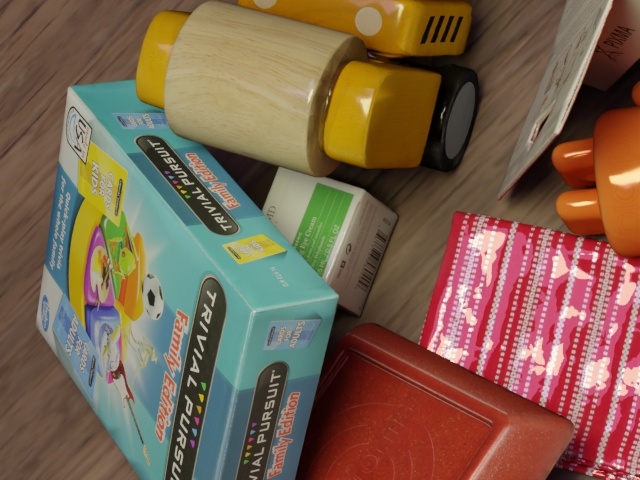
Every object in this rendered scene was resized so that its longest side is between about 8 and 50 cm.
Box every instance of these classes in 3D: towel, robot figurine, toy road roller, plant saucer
[{"bbox_3d":[0.215,0.093,1.510,0.275,0.031,0.199,13,80,21],"label":"towel"},{"bbox_3d":[0.304,-0.052,1.466,0.219,0.128,0.158,-8,35,17],"label":"robot figurine"},{"bbox_3d":[0.014,-0.191,1.494,0.202,0.329,0.241,17,102,21],"label":"toy road roller"},{"bbox_3d":[0.039,0.200,1.462,0.259,0.048,0.258,25,75,47],"label":"plant saucer"}]

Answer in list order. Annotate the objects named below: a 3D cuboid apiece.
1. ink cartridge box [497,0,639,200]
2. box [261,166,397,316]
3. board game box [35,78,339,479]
[{"bbox_3d":[0.231,-0.166,1.428,0.066,0.296,0.261,19,82,0],"label":"ink cartridge box"},{"bbox_3d":[0.000,0.000,1.567,0.087,0.102,0.101,19,84,24],"label":"box"},{"bbox_3d":[-0.123,0.059,1.473,0.336,0.079,0.254,48,136,43],"label":"board game box"}]
